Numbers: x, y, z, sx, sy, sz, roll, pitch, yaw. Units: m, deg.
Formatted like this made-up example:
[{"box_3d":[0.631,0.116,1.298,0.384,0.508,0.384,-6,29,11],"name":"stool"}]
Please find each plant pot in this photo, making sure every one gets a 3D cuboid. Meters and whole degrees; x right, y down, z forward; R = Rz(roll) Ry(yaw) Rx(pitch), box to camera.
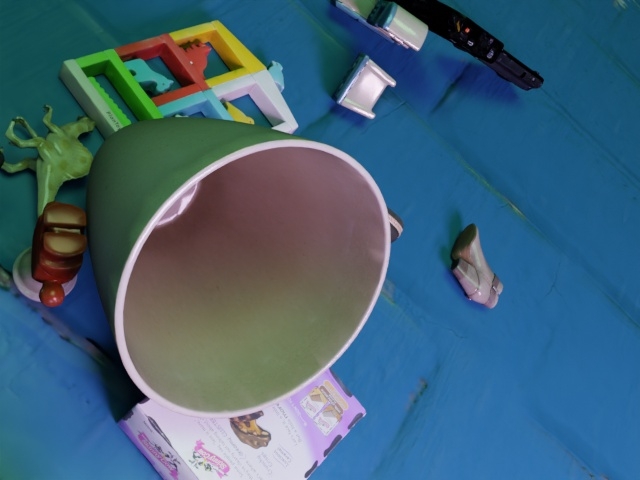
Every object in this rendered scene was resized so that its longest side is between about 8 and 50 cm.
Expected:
[{"box_3d":[-0.118,-0.014,0.676,0.257,0.256,0.274,-5,27,-35],"name":"plant pot"}]

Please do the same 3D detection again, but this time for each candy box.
[{"box_3d":[-0.075,0.181,0.718,0.164,0.070,0.196,51,48,2],"name":"candy box"}]

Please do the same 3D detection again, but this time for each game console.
[{"box_3d":[0.253,-0.340,1.195,0.361,0.043,0.213,14,24,-46],"name":"game console"}]

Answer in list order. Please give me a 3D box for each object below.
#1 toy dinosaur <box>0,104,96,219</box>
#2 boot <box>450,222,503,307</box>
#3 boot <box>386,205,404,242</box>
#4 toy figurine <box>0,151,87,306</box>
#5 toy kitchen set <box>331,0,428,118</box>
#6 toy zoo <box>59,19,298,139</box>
[{"box_3d":[-0.292,-0.087,0.749,0.093,0.053,0.183,23,53,-22],"name":"toy dinosaur"},{"box_3d":[0.234,0.040,1.030,0.087,0.042,0.118,41,49,-14],"name":"boot"},{"box_3d":[0.000,0.000,0.884,0.198,0.077,0.136,19,58,-7],"name":"boot"},{"box_3d":[-0.333,0.010,0.611,0.213,0.148,0.209,43,54,-6],"name":"toy figurine"},{"box_3d":[0.056,-0.303,1.102,0.122,0.166,0.207,29,14,-16],"name":"toy kitchen set"},{"box_3d":[-0.156,-0.186,0.911,0.293,0.030,0.192,-33,84,-42],"name":"toy zoo"}]
